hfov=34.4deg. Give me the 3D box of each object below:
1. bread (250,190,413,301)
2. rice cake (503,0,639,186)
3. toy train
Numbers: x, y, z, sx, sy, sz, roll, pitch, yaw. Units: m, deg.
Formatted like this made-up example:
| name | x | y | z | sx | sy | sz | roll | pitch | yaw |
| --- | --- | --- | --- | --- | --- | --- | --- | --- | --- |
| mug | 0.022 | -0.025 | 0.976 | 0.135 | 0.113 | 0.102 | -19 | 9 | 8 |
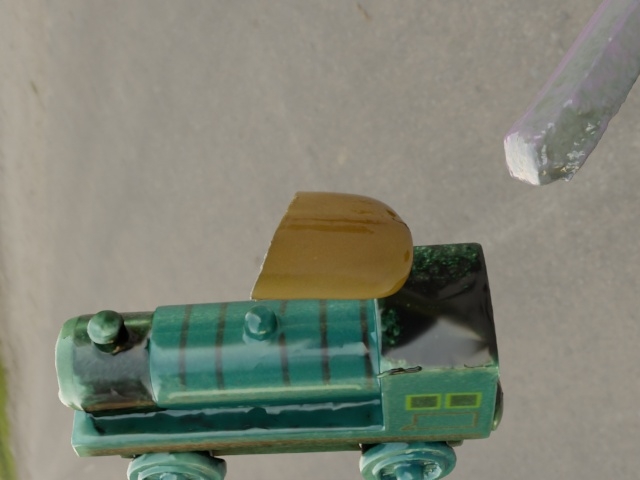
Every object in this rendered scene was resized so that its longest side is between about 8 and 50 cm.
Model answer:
| name | x | y | z | sx | sy | sz | roll | pitch | yaw |
| --- | --- | --- | --- | --- | --- | --- | --- | --- | --- |
| bread | -0.001 | 0.000 | 0.528 | 0.062 | 0.103 | 0.049 | 58 | 131 | 37 |
| rice cake | 0.277 | -0.199 | 0.913 | 0.056 | 0.365 | 0.072 | 38 | 171 | -19 |
| toy train | -0.025 | 0.090 | 0.687 | 0.194 | 0.298 | 0.120 | 82 | -175 | -56 |
